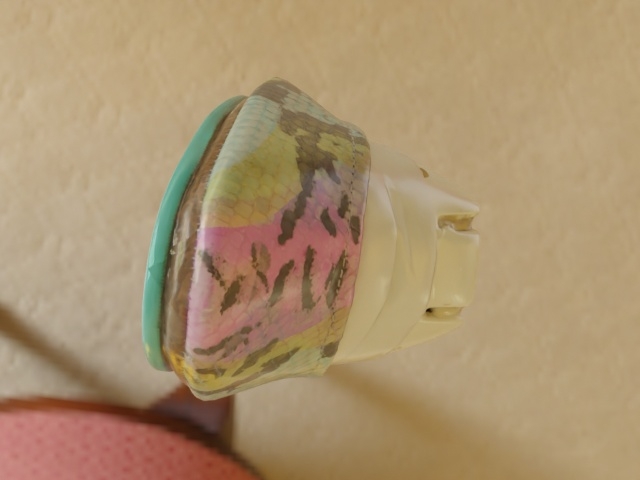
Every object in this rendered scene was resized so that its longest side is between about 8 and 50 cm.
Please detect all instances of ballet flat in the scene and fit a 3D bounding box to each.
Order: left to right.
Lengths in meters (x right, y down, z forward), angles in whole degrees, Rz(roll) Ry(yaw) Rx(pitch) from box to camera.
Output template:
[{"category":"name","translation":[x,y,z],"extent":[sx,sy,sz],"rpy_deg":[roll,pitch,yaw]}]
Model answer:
[{"category":"ballet flat","translation":[0.000,0.000,0.517],"extent":[0.079,0.221,0.077],"rpy_deg":[14,93,-2]}]
